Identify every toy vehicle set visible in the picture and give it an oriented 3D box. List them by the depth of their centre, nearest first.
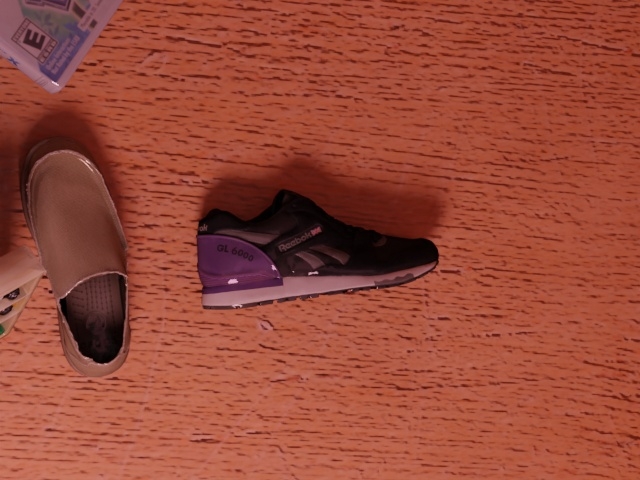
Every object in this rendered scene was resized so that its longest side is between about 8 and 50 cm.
[{"bbox_3d":[-0.407,0.110,1.596,0.267,0.166,0.035,-32,80,-33],"label":"toy vehicle set"}]

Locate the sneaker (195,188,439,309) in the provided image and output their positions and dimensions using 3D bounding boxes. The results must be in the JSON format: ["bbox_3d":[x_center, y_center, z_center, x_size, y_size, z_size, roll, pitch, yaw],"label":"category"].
[{"bbox_3d":[0.000,0.000,1.812,0.283,0.107,0.124,-7,92,-20],"label":"sneaker"}]

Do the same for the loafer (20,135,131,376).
[{"bbox_3d":[-0.249,0.020,1.723,0.101,0.092,0.269,-17,101,-18],"label":"loafer"}]

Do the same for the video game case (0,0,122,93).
[{"bbox_3d":[-0.302,-0.368,1.657,0.300,0.036,0.329,38,69,-19],"label":"video game case"}]
